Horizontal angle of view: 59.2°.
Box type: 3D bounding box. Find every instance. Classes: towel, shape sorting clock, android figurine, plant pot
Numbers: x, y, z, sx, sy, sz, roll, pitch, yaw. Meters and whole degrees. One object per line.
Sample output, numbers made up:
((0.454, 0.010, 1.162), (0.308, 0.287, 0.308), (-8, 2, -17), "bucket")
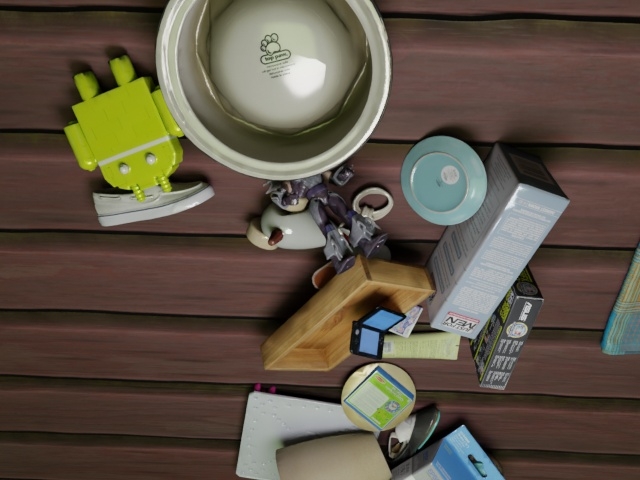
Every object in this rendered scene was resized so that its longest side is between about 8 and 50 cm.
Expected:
((0.852, 0.135, 1.350), (0.271, 0.040, 0.371), (1, 124, 1), "towel")
((0.159, 0.429, 1.547), (0.206, 0.040, 0.206), (0, 107, -1), "shape sorting clock")
((-0.381, -0.214, 1.117), (0.248, 0.056, 0.273), (-16, 103, 13), "android figurine")
((0.050, 0.651, 1.563), (0.273, 0.256, 0.257), (-23, 121, -2), "plant pot")

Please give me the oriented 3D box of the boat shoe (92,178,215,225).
((-0.364, -0.101, 1.215), (0.267, 0.096, 0.088), (-9, 111, 14), "boat shoe")

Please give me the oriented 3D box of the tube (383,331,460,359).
((0.242, 0.273, 1.459), (0.240, 0.062, 0.070), (0, 158, -2), "tube")

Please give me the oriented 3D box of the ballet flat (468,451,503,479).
((0.322, 0.762, 1.709), (0.482, 0.182, 0.164), (-24, 77, 11), "ballet flat")

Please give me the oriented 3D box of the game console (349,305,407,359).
((0.131, 0.209, 1.258), (0.071, 0.107, 0.122), (-5, 160, 41), "game console")

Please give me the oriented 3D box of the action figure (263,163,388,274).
((0.007, -0.079, 1.118), (0.185, 0.285, 0.099), (-29, 160, -18), "action figure")

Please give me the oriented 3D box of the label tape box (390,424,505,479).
((0.332, 0.710, 1.555), (0.333, 0.106, 0.241), (-38, 89, 12), "label tape box")

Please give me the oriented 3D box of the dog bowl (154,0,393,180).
((-0.076, -0.321, 1.019), (0.407, 0.150, 0.408), (2, 124, 2), "dog bowl")

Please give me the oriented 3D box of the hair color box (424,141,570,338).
((0.349, 0.006, 1.196), (0.113, 0.185, 0.375), (17, 123, -10), "hair color box")

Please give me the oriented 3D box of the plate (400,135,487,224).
((0.246, -0.120, 1.155), (0.188, 0.024, 0.188), (14, 115, 32), "plate")

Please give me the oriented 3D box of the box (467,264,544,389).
((0.406, 0.165, 1.282), (0.060, 0.216, 0.270), (6, 123, -3), "box")

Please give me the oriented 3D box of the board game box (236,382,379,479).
((-0.039, 0.598, 1.687), (0.389, 0.050, 0.390), (10, 124, -4), "board game box")

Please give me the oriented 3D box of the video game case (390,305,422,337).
((0.184, 0.184, 1.408), (0.122, 0.011, 0.087), (23, 100, -13), "video game case")

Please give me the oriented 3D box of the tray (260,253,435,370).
((0.050, 0.183, 1.312), (0.202, 0.076, 0.411), (11, 139, -36), "tray")

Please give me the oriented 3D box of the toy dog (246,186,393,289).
((0.000, 0.000, 1.221), (0.333, 0.161, 0.220), (6, 124, -1), "toy dog")

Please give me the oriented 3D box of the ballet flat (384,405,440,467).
((0.255, 0.576, 1.639), (0.096, 0.095, 0.281), (20, 123, 4), "ballet flat")
